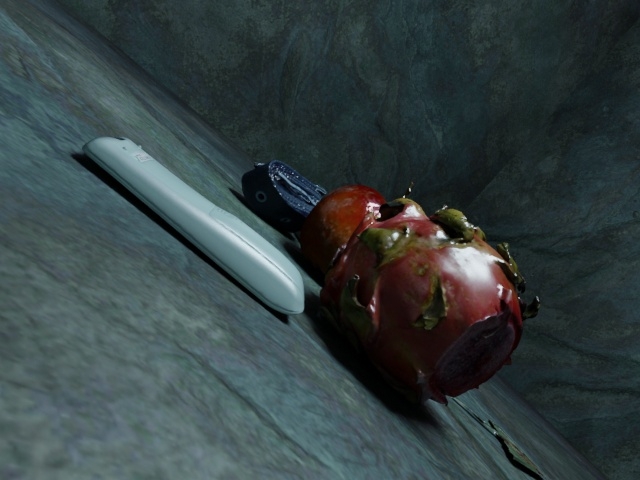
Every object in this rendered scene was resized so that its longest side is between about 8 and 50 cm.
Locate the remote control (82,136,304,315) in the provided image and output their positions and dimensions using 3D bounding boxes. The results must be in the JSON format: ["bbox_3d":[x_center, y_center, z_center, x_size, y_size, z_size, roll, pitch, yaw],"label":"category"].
[{"bbox_3d":[-0.131,-0.021,0.570,0.293,0.051,0.103,39,6,-12],"label":"remote control"}]

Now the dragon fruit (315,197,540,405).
[{"bbox_3d":[0.136,0.068,0.702,0.250,0.269,0.291,50,2,-42],"label":"dragon fruit"}]

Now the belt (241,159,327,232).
[{"bbox_3d":[-0.091,-0.093,1.131,0.218,0.128,0.122,33,47,-47],"label":"belt"}]

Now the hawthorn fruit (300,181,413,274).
[{"bbox_3d":[0.096,-0.019,1.009,0.242,0.271,0.242,42,-5,4],"label":"hawthorn fruit"}]

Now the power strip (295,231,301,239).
[{"bbox_3d":[0.000,0.000,1.300,0.145,0.061,0.215,38,7,-25],"label":"power strip"}]

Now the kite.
[{"bbox_3d":[0.347,0.380,0.948,0.250,0.012,0.229,41,2,6],"label":"kite"}]
